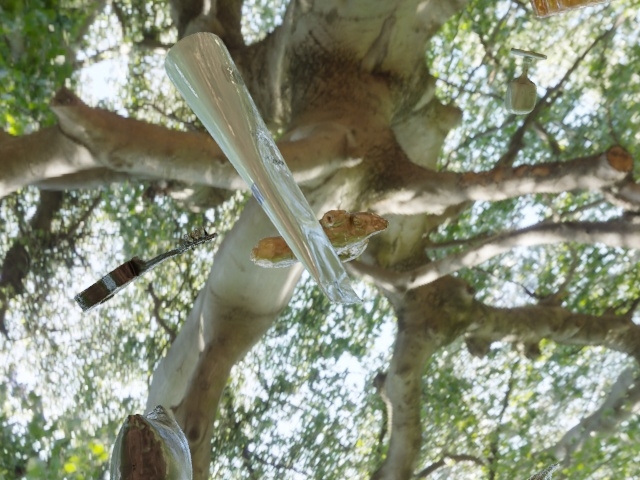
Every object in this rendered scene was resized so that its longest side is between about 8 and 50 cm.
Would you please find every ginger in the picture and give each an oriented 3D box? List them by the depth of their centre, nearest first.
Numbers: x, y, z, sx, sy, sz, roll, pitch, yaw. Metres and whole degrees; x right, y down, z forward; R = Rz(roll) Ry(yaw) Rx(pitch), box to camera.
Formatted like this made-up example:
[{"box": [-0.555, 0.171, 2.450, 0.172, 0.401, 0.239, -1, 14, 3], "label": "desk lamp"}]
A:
[{"box": [-0.006, -0.003, 1.181, 0.214, 0.133, 0.059, -5, -115, -10], "label": "ginger"}]

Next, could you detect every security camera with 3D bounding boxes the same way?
[{"box": [0.297, -0.233, 1.093, 0.058, 0.092, 0.058, 12, -163, -4], "label": "security camera"}]

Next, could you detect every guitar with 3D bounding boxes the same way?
[{"box": [-0.257, 0.036, 1.088, 0.038, 0.271, 0.084, 59, -151, -6], "label": "guitar"}]

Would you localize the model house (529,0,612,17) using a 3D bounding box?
[{"box": [0.288, -0.300, 0.655, 0.237, 0.202, 0.237, -12, -154, 21], "label": "model house"}]

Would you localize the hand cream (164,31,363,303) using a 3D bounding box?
[{"box": [-0.055, -0.075, 0.734, 0.067, 0.109, 0.321, -36, -105, 11], "label": "hand cream"}]

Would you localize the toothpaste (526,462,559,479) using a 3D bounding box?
[{"box": [0.148, 0.405, 0.872, 0.061, 0.392, 0.098, 44, -157, 23], "label": "toothpaste"}]

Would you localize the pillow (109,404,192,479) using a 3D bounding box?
[{"box": [-0.237, 0.332, 1.056, 0.106, 0.250, 0.186, -5, -98, -4], "label": "pillow"}]
